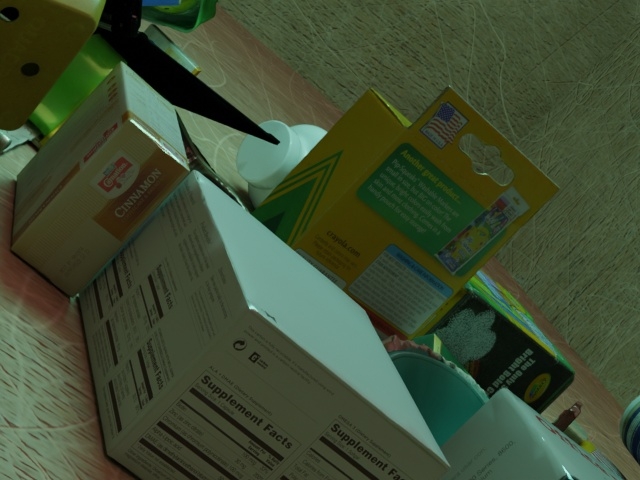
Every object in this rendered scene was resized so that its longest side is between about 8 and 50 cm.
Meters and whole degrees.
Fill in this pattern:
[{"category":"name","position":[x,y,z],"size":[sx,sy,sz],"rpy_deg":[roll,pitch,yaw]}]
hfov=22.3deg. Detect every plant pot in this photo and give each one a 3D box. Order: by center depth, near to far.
[{"category":"plant pot","position":[-0.294,-0.220,1.373],"size":[0.212,0.212,0.187],"rpy_deg":[19,39,-35]}]

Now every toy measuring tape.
[{"category":"toy measuring tape","position":[-0.251,-0.145,1.570],"size":[0.121,0.121,0.330],"rpy_deg":[44,9,-3]}]

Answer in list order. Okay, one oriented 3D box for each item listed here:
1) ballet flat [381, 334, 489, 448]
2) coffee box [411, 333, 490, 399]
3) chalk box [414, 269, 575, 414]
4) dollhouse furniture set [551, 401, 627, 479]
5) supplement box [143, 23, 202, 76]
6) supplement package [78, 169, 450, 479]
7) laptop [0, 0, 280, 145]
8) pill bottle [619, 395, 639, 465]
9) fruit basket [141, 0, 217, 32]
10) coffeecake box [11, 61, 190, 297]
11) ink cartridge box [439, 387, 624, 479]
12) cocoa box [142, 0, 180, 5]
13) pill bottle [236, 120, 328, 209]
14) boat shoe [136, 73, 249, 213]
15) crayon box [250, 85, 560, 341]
[{"category":"ballet flat","position":[0.130,0.225,1.632],"size":[0.409,0.147,0.147],"rpy_deg":[42,8,-36]},{"category":"coffee box","position":[0.147,0.197,1.774],"size":[0.184,0.040,0.113],"rpy_deg":[49,37,-39]},{"category":"chalk box","position":[0.162,0.137,1.930],"size":[0.289,0.180,0.179],"rpy_deg":[39,10,-39]},{"category":"dollhouse furniture set","position":[0.330,0.307,1.972],"size":[0.201,0.152,0.374],"rpy_deg":[45,9,8]},{"category":"supplement box","position":[-0.231,-0.262,2.385],"size":[0.098,0.062,0.036],"rpy_deg":[45,9,-1]},{"category":"supplement package","position":[-0.051,0.101,1.221],"size":[0.204,0.145,0.262],"rpy_deg":[40,10,-25]},{"category":"laptop","position":[-0.236,-0.329,1.753],"size":[0.382,0.408,0.236],"rpy_deg":[23,27,38]},{"category":"pill bottle","position":[0.406,0.244,1.797],"size":[0.094,0.094,0.169],"rpy_deg":[39,11,-31]},{"category":"fruit basket","position":[-0.294,-0.389,2.308],"size":[0.327,0.165,0.353],"rpy_deg":[20,17,19]},{"category":"coffeecake box","position":[-0.184,-0.055,1.346],"size":[0.068,0.142,0.185],"rpy_deg":[41,10,-20]},{"category":"ink cartridge box","position":[0.261,0.347,1.415],"size":[0.285,0.166,0.395],"rpy_deg":[39,9,-32]},{"category":"cocoa box","position":[-0.288,-0.467,2.051],"size":[0.347,0.231,0.228],"rpy_deg":[-97,-174,-55]},{"category":"pill bottle","position":[-0.001,-0.064,2.233],"size":[0.264,0.146,0.146],"rpy_deg":[35,12,-44]},{"category":"boat shoe","position":[-0.166,-0.074,1.755],"size":[0.257,0.095,0.095],"rpy_deg":[53,-3,18]},{"category":"crayon box","position":[0.046,0.001,1.544],"size":[0.203,0.323,0.083],"rpy_deg":[37,11,-42]}]
